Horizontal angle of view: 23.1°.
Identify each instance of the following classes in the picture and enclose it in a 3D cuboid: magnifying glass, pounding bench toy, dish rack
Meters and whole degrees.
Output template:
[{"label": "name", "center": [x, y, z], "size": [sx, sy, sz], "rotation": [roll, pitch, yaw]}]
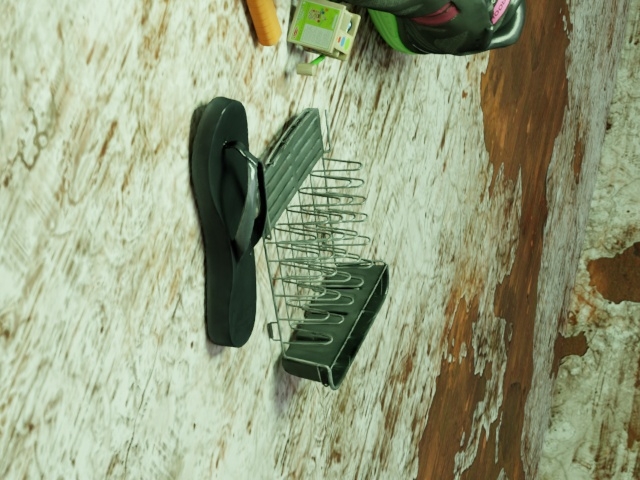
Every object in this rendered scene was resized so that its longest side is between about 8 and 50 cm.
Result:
[{"label": "magnifying glass", "center": [-0.073, -0.283, 1.503], "size": [0.231, 0.026, 0.092], "rotation": [75, 28, -45]}, {"label": "pounding bench toy", "center": [0.001, -0.212, 1.680], "size": [0.065, 0.052, 0.083], "rotation": [14, 93, -71]}, {"label": "dish rack", "center": [0.000, 0.000, 1.702], "size": [0.208, 0.074, 0.271], "rotation": [-60, 148, -51]}]

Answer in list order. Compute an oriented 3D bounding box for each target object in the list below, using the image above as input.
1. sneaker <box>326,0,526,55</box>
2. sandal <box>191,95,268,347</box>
[{"label": "sneaker", "center": [0.126, -0.319, 1.774], "size": [0.483, 0.202, 0.185], "rotation": [9, 91, -70]}, {"label": "sandal", "center": [-0.075, -0.019, 1.513], "size": [0.097, 0.054, 0.254], "rotation": [-48, 139, -59]}]
